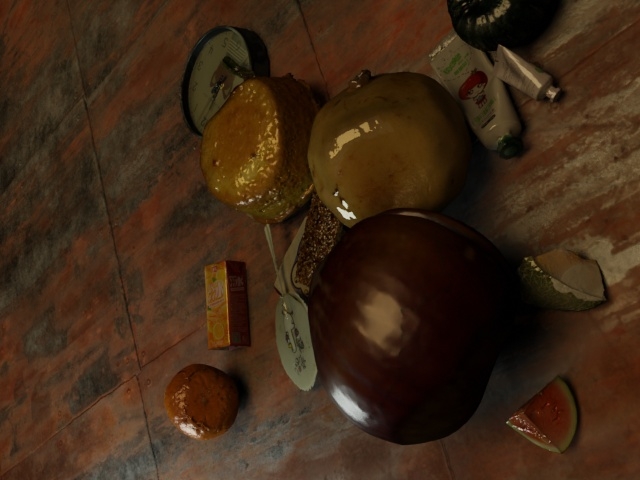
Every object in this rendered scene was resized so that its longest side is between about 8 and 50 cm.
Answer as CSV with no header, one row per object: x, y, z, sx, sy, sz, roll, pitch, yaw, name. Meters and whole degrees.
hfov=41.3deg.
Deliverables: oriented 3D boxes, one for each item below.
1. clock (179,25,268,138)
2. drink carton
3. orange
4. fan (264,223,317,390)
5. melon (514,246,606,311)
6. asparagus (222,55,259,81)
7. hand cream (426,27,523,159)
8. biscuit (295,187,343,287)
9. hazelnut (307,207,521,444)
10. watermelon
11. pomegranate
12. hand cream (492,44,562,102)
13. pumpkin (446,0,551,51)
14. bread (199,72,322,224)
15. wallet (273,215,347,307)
-0.264,-0.421,2.300,0.325,0.067,0.325,-7,80,45,clock
-0.243,0.169,2.201,0.096,0.071,0.223,-18,72,44,drink carton
-0.300,0.408,2.150,0.161,0.193,0.193,-34,61,55,orange
-0.085,0.156,2.017,0.233,0.012,0.415,-45,57,56,fan
0.404,0.059,1.523,0.202,0.139,0.093,0,62,48,melon
-0.199,-0.429,2.166,0.165,0.030,0.036,36,99,41,asparagus
0.312,-0.299,1.700,0.121,0.076,0.336,-44,49,31,hand cream
0.000,0.000,1.905,0.131,0.025,0.231,21,101,54,biscuit
0.157,0.167,1.546,0.402,0.402,0.429,54,141,35,hazelnut
0.391,0.301,1.514,0.125,0.094,0.135,26,99,53,watermelon
0.132,-0.182,1.680,0.332,0.332,0.333,-7,80,45,pomegranate
0.389,-0.308,1.601,0.142,0.053,0.084,38,157,22,hand cream
0.335,-0.467,1.622,0.211,0.152,0.212,-20,58,35,pumpkin
-0.143,-0.223,2.055,0.358,0.204,0.337,-46,50,35,bread
0.010,0.100,1.950,0.335,0.068,0.275,44,118,41,wallet
